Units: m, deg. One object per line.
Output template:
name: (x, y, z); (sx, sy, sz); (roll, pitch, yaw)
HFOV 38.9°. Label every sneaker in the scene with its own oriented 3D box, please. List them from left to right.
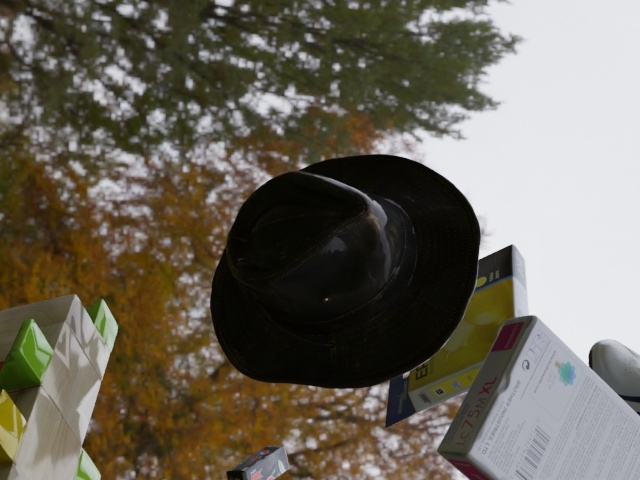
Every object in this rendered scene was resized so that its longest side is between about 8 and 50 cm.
sneaker: (0.470, 0.197, 1.163); (0.235, 0.094, 0.153); (48, -36, 4)

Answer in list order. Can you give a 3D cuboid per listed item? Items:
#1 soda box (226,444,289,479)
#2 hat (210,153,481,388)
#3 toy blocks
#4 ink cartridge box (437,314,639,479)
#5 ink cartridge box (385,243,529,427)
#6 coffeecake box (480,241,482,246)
soda box: (-0.137, 0.507, 2.001); (0.053, 0.169, 0.060); (-9, -86, 30)
hat: (0.000, 0.000, 0.984); (0.331, 0.134, 0.331); (-14, -127, 19)
toy blocks: (-0.387, 0.208, 0.951); (0.381, 0.260, 0.191); (-88, 162, -53)
ink cartridge box: (0.290, 0.253, 1.036); (0.186, 0.311, 0.065); (-56, -163, -25)
ink cartridge box: (0.241, 0.169, 1.681); (0.307, 0.072, 0.304); (-27, -153, 24)
coffeecake box: (0.163, -0.011, 1.578); (0.142, 0.185, 0.068); (39, -68, 52)
